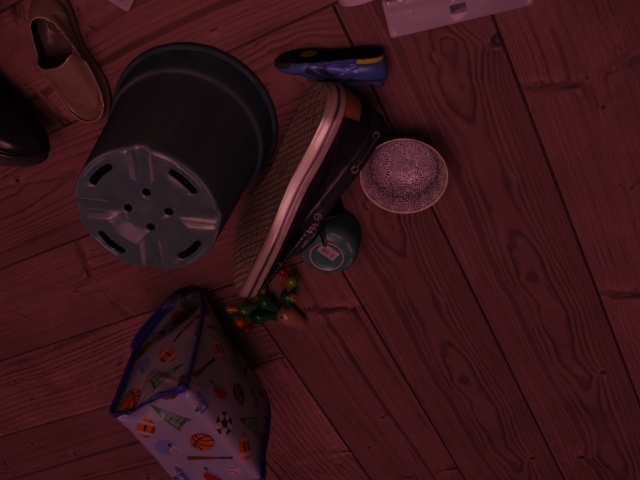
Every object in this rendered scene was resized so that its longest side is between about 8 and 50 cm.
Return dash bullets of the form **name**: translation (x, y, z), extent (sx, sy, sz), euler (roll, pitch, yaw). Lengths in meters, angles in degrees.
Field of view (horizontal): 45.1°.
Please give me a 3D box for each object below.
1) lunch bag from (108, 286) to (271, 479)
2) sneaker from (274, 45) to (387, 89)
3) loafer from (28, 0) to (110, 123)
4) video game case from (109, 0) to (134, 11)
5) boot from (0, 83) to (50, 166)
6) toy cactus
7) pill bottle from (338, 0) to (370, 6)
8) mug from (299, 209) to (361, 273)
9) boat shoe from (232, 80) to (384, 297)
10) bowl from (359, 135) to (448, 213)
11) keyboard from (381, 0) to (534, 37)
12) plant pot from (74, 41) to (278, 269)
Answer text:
- **lunch bag**: translation (-0.273, 0.333, 1.745), extent (0.239, 0.385, 0.327), euler (-21, 121, 17)
- **sneaker**: translation (0.019, -0.310, 1.428), extent (0.209, 0.069, 0.082), euler (1, 130, 8)
- **loafer**: translation (-0.489, -0.333, 1.471), extent (0.102, 0.092, 0.268), euler (-9, 124, 15)
- **video game case**: translation (-0.391, -0.532, 1.356), extent (0.201, 0.023, 0.183), euler (30, 125, -12)
- **boot**: translation (-0.624, -0.392, 1.408), extent (0.367, 0.146, 0.445), euler (28, 123, -3)
- **toy cactus**: translation (-0.106, 0.157, 1.779), extent (0.180, 0.112, 0.219), euler (34, 115, -28)
- **pill bottle**: translation (0.044, -0.500, 1.254), extent (0.119, 0.119, 0.208), euler (-13, 123, 17)
- **mug**: translation (0.005, 0.007, 1.642), extent (0.158, 0.097, 0.129), euler (-3, 125, 10)
- **boat shoe**: translation (-0.036, -0.073, 1.504), extent (0.156, 0.186, 0.500), euler (14, 122, -28)
- **bowl**: translation (0.166, -0.144, 1.519), extent (0.170, 0.080, 0.170), euler (4, 127, 6)
- **keyboard**: translation (0.240, -0.417, 1.353), extent (0.256, 0.014, 0.072), euler (-10, 129, 15)
- **plant pot**: translation (-0.274, -0.141, 1.432), extent (0.341, 0.334, 0.341), euler (4, 127, 6)
